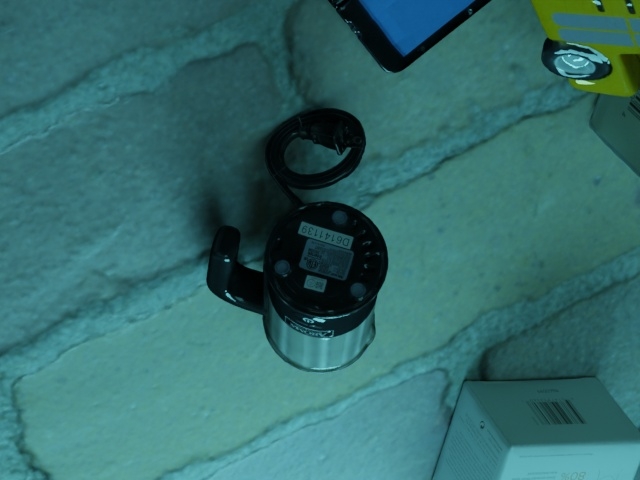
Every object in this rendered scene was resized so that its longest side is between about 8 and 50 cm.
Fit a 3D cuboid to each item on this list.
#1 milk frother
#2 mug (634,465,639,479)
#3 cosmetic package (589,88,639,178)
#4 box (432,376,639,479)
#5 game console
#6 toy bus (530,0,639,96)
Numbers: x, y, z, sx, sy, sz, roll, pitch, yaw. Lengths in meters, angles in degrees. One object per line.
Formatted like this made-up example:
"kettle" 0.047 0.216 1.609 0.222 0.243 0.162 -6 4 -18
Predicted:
"milk frother" 0.000 0.000 1.401 0.143 0.129 0.135 -54 171 -18
"mug" 0.451 0.284 1.647 0.374 0.328 0.276 -43 129 9
"cosmetic package" 0.371 -0.103 1.468 0.296 0.129 0.153 4 119 -27
"box" 0.168 0.206 1.617 0.130 0.091 0.170 1 122 -26
"game console" 0.081 -0.179 1.313 0.144 0.124 0.085 -39 98 4
"toy bus" 0.184 -0.209 1.241 0.130 0.108 0.332 6 158 24
